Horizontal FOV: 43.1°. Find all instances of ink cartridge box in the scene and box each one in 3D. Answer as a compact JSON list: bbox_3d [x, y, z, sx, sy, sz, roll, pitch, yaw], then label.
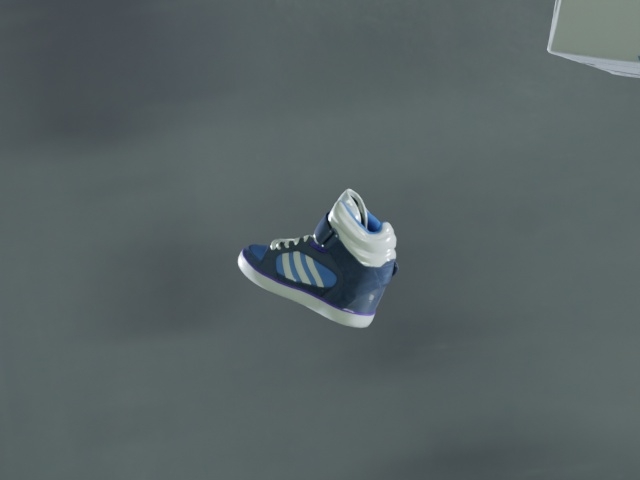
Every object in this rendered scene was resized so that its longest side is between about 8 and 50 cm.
[{"bbox_3d":[0.556,-0.333,1.246,0.286,0.166,0.395,16,14,30],"label":"ink cartridge box"}]

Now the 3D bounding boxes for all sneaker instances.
[{"bbox_3d":[0.000,0.000,1.536,0.323,0.236,0.130,26,19,31],"label":"sneaker"}]
